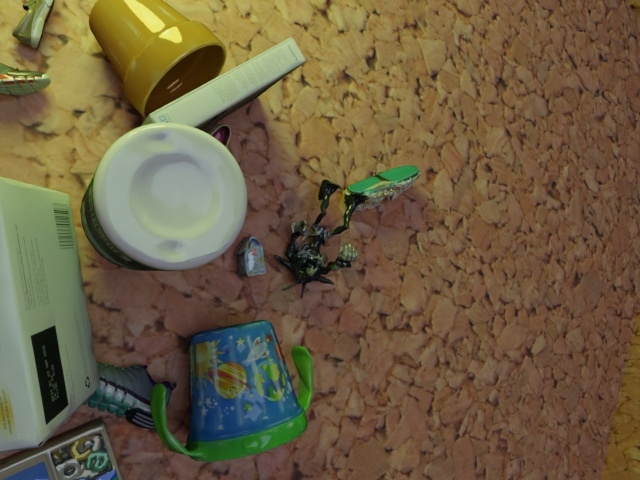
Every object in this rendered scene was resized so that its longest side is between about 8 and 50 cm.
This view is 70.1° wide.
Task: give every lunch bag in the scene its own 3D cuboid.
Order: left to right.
[{"bbox_3d":[-0.156,0.033,0.991,0.053,0.071,0.083,-4,92,-27],"label":"lunch bag"}]

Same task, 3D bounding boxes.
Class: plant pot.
[{"bbox_3d":[-0.316,-0.363,0.857,0.188,0.205,0.205,48,65,-4],"label":"plant pot"}]

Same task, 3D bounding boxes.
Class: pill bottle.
[{"bbox_3d":[-0.277,-0.051,0.753,0.204,0.361,0.204,2,87,-31],"label":"pill bottle"}]

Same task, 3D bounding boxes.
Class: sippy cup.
[{"bbox_3d":[-0.159,0.279,0.900,0.240,0.305,0.224,-13,82,11],"label":"sippy cup"}]

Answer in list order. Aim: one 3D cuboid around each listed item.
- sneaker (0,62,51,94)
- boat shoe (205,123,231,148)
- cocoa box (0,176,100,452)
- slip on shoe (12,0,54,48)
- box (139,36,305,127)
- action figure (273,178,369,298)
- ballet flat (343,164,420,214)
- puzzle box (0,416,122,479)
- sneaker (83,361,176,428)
[{"bbox_3d":[-0.554,-0.289,0.779,0.158,0.061,0.064,-12,87,-32],"label":"sneaker"},{"bbox_3d":[-0.239,-0.177,0.959,0.063,0.059,0.170,30,72,-26],"label":"boat shoe"},{"bbox_3d":[-0.496,0.104,0.657,0.228,0.231,0.347,-9,92,-7],"label":"cocoa box"},{"bbox_3d":[-0.509,-0.414,0.818,0.041,0.051,0.135,18,86,-32],"label":"slip on shoe"},{"bbox_3d":[-0.206,-0.264,0.884,0.322,0.232,0.058,-40,108,-27],"label":"box"},{"bbox_3d":[0.000,0.000,1.040,0.164,0.141,0.275,25,81,-10],"label":"action figure"},{"bbox_3d":[0.160,-0.133,1.196,0.241,0.091,0.077,-21,128,-26],"label":"ballet flat"},{"bbox_3d":[-0.532,0.512,0.750,0.409,0.052,0.272,-19,97,-31],"label":"puzzle box"},{"bbox_3d":[-0.386,0.263,0.855,0.224,0.083,0.098,34,35,-15],"label":"sneaker"}]
